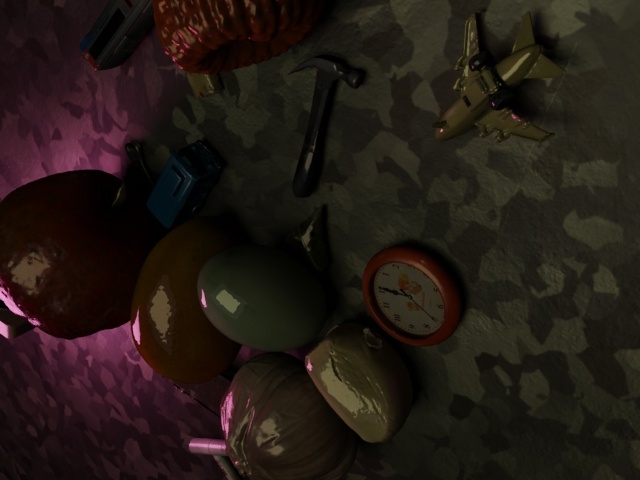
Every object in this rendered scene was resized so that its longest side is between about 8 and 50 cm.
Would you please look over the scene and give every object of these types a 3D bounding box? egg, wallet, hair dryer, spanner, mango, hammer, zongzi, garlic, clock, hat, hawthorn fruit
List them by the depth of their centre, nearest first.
[{"bbox_3d":[-0.161,-0.492,1.216,0.285,0.285,0.401,-12,99,41],"label":"hat"},{"bbox_3d":[-0.015,-0.205,1.398,0.137,0.037,0.290,31,127,22],"label":"hammer"},{"bbox_3d":[0.169,0.104,1.400,0.205,0.051,0.205,18,123,30],"label":"clock"},{"bbox_3d":[0.000,0.000,1.489,0.104,0.052,0.113,47,118,-4],"label":"zongzi"},{"bbox_3d":[-0.112,0.115,1.496,0.282,0.203,0.203,25,138,-25],"label":"egg"},{"bbox_3d":[-0.079,0.397,1.598,0.317,0.259,0.318,38,145,33],"label":"garlic"},{"bbox_3d":[-0.277,0.130,1.632,0.221,0.263,0.378,31,114,53],"label":"mango"},{"bbox_3d":[-0.542,0.009,1.701,0.402,0.402,0.403,17,121,31],"label":"hawthorn fruit"},{"bbox_3d":[-0.386,-0.115,1.745,0.054,0.015,0.255,-21,98,42],"label":"spanner"},{"bbox_3d":[-0.276,0.358,1.877,0.317,0.044,0.169,28,130,26],"label":"wallet"},{"bbox_3d":[-0.258,0.607,1.991,0.154,0.044,0.183,-8,109,42],"label":"hair dryer"}]

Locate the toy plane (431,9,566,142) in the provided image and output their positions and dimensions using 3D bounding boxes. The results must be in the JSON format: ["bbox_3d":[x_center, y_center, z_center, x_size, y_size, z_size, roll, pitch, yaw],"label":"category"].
[{"bbox_3d":[0.254,-0.226,1.149,0.244,0.092,0.229,-39,70,40],"label":"toy plane"}]

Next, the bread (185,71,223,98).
[{"bbox_3d":[-0.251,-0.364,1.510,0.068,0.028,0.154,-12,102,43],"label":"bread"}]

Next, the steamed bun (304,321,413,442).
[{"bbox_3d":[0.093,0.265,1.472,0.239,0.170,0.153,47,113,11],"label":"steamed bun"}]

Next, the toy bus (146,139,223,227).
[{"bbox_3d":[-0.293,-0.119,1.611,0.090,0.106,0.185,48,132,12],"label":"toy bus"}]

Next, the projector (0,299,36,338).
[{"bbox_3d":[-0.814,0.147,2.042,0.259,0.257,0.079,25,125,26],"label":"projector"}]

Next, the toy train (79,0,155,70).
[{"bbox_3d":[-0.348,-0.482,1.486,0.409,0.086,0.089,-33,91,42],"label":"toy train"}]
